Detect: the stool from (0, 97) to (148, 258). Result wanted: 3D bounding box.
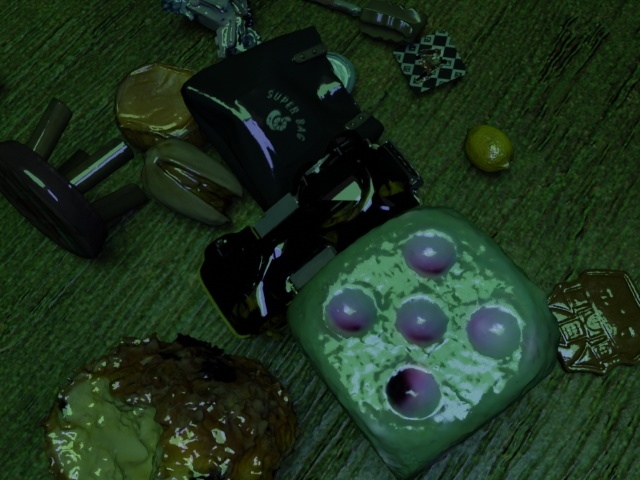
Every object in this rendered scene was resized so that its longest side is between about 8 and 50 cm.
[{"bbox_3d":[-0.472,-0.113,1.275,0.272,0.272,0.178,33,63,16],"label":"stool"}]

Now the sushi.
[{"bbox_3d":[0.225,-0.362,1.394,0.120,0.026,0.126,-22,66,2],"label":"sushi"}]

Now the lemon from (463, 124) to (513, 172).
[{"bbox_3d":[0.322,-0.172,1.288,0.082,0.082,0.110,-36,68,-6],"label":"lemon"}]

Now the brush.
[{"bbox_3d":[0.080,-0.484,1.439,0.301,0.071,0.084,25,60,23],"label":"brush"}]

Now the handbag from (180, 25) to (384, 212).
[{"bbox_3d":[-0.056,-0.228,1.283,0.288,0.152,0.342,-38,97,-10],"label":"handbag"}]

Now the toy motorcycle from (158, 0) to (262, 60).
[{"bbox_3d":[-0.238,-0.489,1.443,0.204,0.108,0.239,-10,67,-6],"label":"toy motorcycle"}]

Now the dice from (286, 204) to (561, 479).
[{"bbox_3d":[0.159,0.159,1.068,0.330,0.322,0.318,-35,71,-8],"label":"dice"}]

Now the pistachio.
[{"bbox_3d":[-0.247,-0.110,1.302,0.206,0.131,0.129,32,91,-15],"label":"pistachio"}]

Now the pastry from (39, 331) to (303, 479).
[{"bbox_3d":[-0.213,0.299,1.071,0.405,0.337,0.292,6,89,38],"label":"pastry"}]

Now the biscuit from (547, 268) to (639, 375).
[{"bbox_3d":[0.470,0.148,1.188,0.215,0.034,0.182,-22,70,-1],"label":"biscuit"}]

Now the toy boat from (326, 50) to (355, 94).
[{"bbox_3d":[-0.025,-0.306,1.382,0.208,0.079,0.134,-29,85,3],"label":"toy boat"}]

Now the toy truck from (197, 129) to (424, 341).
[{"bbox_3d":[0.000,0.000,1.185,0.405,0.254,0.180,-39,68,8],"label":"toy truck"}]

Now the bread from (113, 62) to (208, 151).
[{"bbox_3d":[-0.314,-0.260,1.380,0.199,0.104,0.199,-1,69,2],"label":"bread"}]
